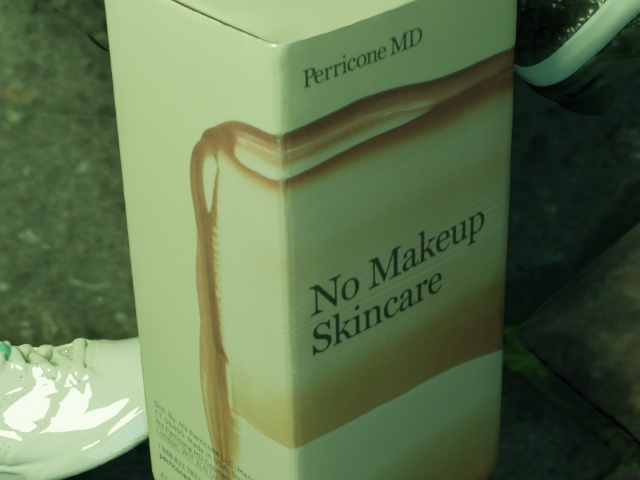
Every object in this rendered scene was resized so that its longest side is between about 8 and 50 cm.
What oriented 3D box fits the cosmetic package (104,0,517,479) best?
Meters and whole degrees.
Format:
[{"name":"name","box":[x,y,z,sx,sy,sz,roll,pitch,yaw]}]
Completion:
[{"name":"cosmetic package","box":[0.000,0.000,0.788,0.153,0.129,0.296,-27,129,-32]}]

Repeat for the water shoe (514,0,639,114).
[{"name":"water shoe","box":[0.181,-0.143,0.802,0.203,0.073,0.080,-36,141,19]}]

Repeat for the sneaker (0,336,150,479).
[{"name":"sneaker","box":[-0.169,0.081,0.886,0.212,0.080,0.094,-21,110,7]}]
